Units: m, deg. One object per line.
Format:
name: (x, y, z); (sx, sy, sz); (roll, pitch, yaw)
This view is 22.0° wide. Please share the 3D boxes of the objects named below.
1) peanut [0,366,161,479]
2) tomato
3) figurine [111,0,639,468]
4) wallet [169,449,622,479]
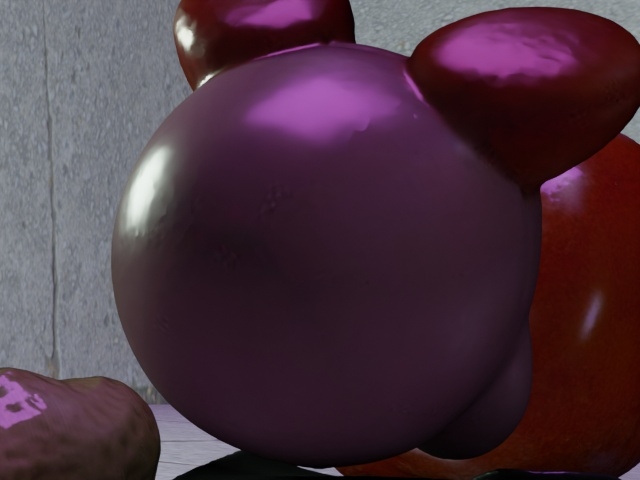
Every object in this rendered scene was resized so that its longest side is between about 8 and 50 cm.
peanut: (-0.177, 0.115, 0.861); (0.228, 0.104, 0.086); (2, -37, -50)
tomato: (0.137, 0.057, 1.253); (0.293, 0.289, 0.325); (-3, -13, 31)
figurine: (-0.001, -0.006, 0.855); (0.270, 0.261, 0.211); (18, 17, 27)
wallet: (0.117, 0.148, 0.856); (0.378, 0.051, 0.197); (2, -3, 11)
